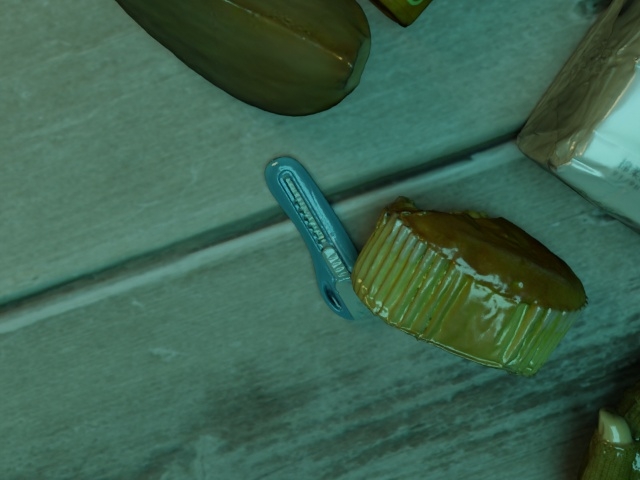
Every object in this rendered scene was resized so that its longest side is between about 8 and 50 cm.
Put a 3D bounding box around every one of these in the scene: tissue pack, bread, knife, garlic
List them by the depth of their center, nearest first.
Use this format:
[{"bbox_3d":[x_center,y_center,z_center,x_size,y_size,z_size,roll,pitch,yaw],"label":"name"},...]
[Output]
[{"bbox_3d":[-0.104,-0.251,0.803,0.338,0.196,0.151,31,86,-10],"label":"garlic"},{"bbox_3d":[0.439,-0.103,0.886,0.356,0.194,0.266,31,103,-12],"label":"tissue pack"},{"bbox_3d":[0.168,0.042,0.919,0.250,0.179,0.133,25,112,-2],"label":"bread"},{"bbox_3d":[0.000,0.000,0.967,0.064,0.031,0.222,-27,107,8],"label":"knife"}]

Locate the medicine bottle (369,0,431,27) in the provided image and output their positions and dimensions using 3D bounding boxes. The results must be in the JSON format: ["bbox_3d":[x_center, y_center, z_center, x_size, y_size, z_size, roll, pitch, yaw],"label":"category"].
[{"bbox_3d":[0.118,-0.322,0.845,0.096,0.096,0.192,40,101,-14],"label":"medicine bottle"}]

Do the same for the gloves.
[{"bbox_3d":[0.412,0.298,1.027,0.203,0.155,0.356,12,121,-1],"label":"gloves"}]
